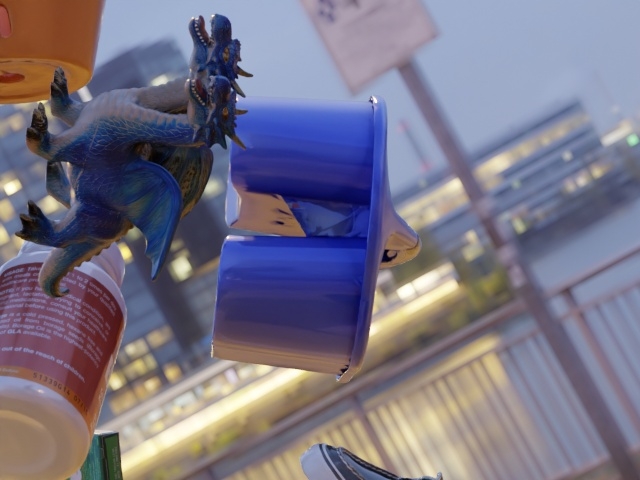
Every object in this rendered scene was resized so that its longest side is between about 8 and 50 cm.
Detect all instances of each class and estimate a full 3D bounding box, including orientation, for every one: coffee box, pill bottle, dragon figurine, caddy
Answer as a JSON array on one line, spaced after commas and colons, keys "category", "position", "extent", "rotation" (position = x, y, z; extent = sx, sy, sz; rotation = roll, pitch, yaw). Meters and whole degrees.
[{"category": "coffee box", "position": [-0.345, 0.312, 2.574], "extent": [0.184, 0.113, 0.040], "rotation": [-4, 2, 40]}, {"category": "pill bottle", "position": [-0.227, 0.087, 1.548], "extent": [0.121, 0.121, 0.216], "rotation": [-30, 30, 32]}, {"category": "dragon figurine", "position": [-0.128, -0.033, 1.300], "extent": [0.085, 0.144, 0.289], "rotation": [-71, -4, -51]}, {"category": "caddy", "position": [0.000, 0.000, 1.676], "extent": [0.179, 0.241, 0.341], "rotation": [4, -9, -3]}]

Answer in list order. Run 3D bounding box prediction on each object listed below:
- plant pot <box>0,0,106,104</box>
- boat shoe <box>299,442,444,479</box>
[{"category": "plant pot", "position": [-0.380, -0.288, 2.275], "extent": [0.290, 0.203, 0.291], "rotation": [-6, -12, -1]}, {"category": "boat shoe", "position": [0.081, 0.212, 1.438], "extent": [0.070, 0.219, 0.078], "rotation": [-48, 19, 12]}]
